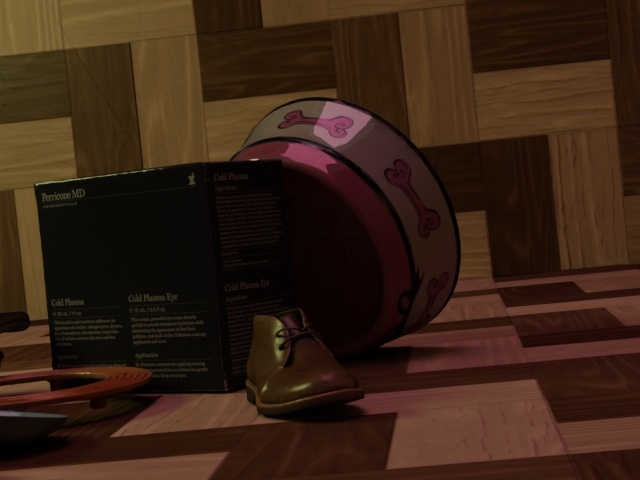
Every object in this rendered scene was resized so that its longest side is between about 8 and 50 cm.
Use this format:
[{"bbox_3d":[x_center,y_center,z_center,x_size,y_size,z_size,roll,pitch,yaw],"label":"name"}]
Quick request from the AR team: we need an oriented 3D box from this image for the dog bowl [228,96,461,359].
[{"bbox_3d":[0.000,0.000,2.267,0.408,0.408,0.150,-4,23,39],"label":"dog bowl"}]

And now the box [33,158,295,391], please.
[{"bbox_3d":[-0.222,0.052,2.166,0.343,0.313,0.179,-4,3,37],"label":"box"}]

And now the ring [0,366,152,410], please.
[{"bbox_3d":[-0.389,0.205,1.982,0.336,0.032,0.336,-5,3,0],"label":"ring"}]

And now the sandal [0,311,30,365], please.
[{"bbox_3d":[-0.505,0.161,2.112,0.120,0.086,0.303,-5,12,14],"label":"sandal"}]

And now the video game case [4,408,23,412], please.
[{"bbox_3d":[-0.447,0.230,2.031,0.087,0.011,0.122,-5,2,2],"label":"video game case"}]

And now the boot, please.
[{"bbox_3d":[-0.032,0.146,1.811,0.112,0.115,0.305,-5,3,-18],"label":"boot"}]

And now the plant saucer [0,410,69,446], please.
[{"bbox_3d":[-0.384,0.212,1.706,0.194,0.037,0.195,4,-6,0],"label":"plant saucer"}]
